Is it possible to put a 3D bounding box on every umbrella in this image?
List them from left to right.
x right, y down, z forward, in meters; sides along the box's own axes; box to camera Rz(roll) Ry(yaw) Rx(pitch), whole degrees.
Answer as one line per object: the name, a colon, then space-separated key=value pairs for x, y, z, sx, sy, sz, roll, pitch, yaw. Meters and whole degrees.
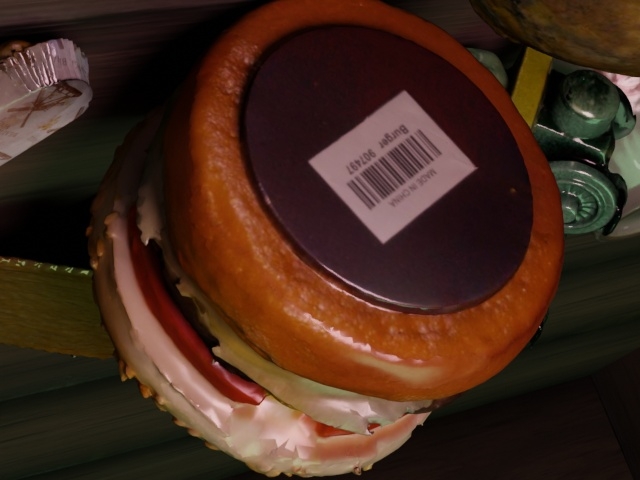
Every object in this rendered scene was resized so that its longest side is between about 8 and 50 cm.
umbrella: x=-0.178 y=-0.003 z=1.580 sx=0.248 sy=0.071 sz=0.071 roll=-25 pitch=166 yaw=25

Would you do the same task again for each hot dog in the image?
hot dog: x=-0.240 y=-0.080 z=1.224 sx=0.191 sy=0.059 sz=0.108 roll=-27 pitch=163 yaw=16

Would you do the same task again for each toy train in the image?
toy train: x=0.134 y=-0.049 z=1.621 sx=0.237 sy=0.150 sz=0.369 roll=22 pitch=143 yaw=-2

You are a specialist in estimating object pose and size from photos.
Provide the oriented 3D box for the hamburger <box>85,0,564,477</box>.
hamburger: x=0.000 y=0.000 z=1.330 sx=0.330 sy=0.330 sz=0.250 roll=-11 pitch=156 yaw=-35

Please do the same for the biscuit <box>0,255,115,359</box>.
biscuit: x=-0.272 y=0.055 z=1.579 sx=0.237 sy=0.013 sz=0.232 roll=8 pitch=158 yaw=-12

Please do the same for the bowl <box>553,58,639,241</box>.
bowl: x=0.308 y=-0.097 z=1.763 sx=0.337 sy=0.157 sz=0.337 roll=-19 pitch=166 yaw=-5

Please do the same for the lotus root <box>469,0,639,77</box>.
lotus root: x=0.219 y=-0.224 z=1.000 sx=0.250 sy=0.250 sz=0.346 roll=-7 pitch=164 yaw=-45
